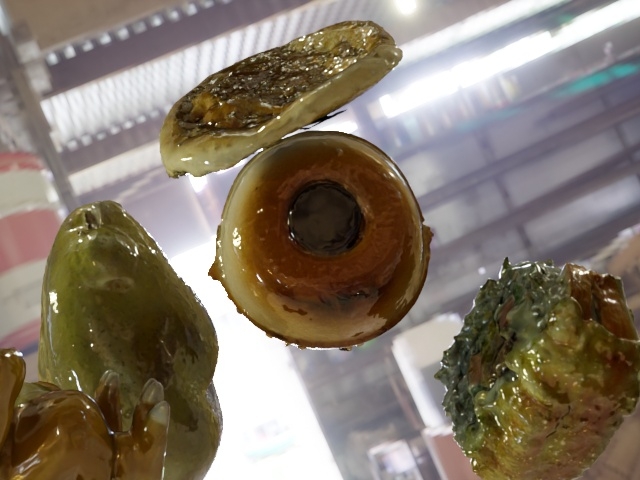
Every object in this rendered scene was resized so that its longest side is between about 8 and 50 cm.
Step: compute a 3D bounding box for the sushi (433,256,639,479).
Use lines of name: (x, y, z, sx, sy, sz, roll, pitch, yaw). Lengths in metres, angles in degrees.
sushi: (0.215, 0.142, 1.251, 0.274, 0.139, 0.184, -63, 22, 23)

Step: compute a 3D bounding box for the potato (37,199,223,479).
potato: (-0.217, 0.128, 1.375, 0.202, 0.351, 0.218, -7, 14, 18)

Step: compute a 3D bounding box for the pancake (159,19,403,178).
pancake: (-0.042, -0.144, 1.231, 0.282, 0.049, 0.282, -20, 23, 8)

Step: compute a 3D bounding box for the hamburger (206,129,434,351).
hamburger: (0.004, 0.001, 1.257, 0.237, 0.237, 0.147, -24, -11, -8)

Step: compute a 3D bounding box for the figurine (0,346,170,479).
figurine: (-0.307, 0.170, 0.849, 0.387, 0.268, 0.401, 4, 14, -21)
